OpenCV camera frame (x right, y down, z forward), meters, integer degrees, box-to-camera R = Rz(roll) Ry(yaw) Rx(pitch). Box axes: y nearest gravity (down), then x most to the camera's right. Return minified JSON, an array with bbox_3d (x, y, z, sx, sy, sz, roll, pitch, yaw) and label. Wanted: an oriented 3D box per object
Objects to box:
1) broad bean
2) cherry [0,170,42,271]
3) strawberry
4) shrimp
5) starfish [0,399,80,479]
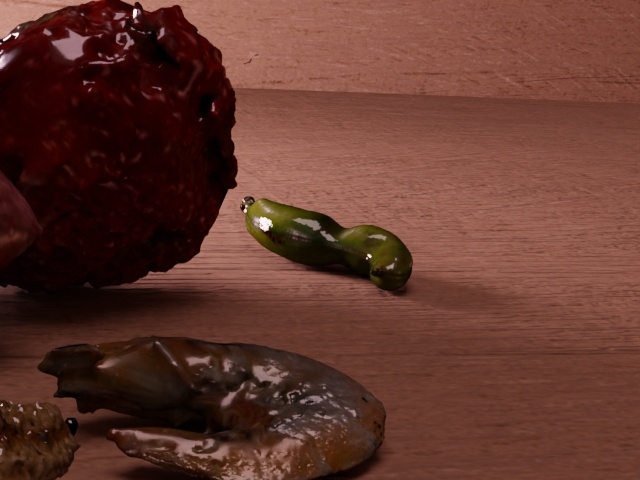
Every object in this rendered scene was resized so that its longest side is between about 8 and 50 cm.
[{"bbox_3d":[0.000,0.000,1.086,0.070,0.048,0.214,-7,19,-44],"label":"broad bean"},{"bbox_3d":[-0.296,-0.012,0.756,0.250,0.175,0.192,1,22,-18],"label":"cherry"},{"bbox_3d":[-0.179,-0.063,0.949,0.274,0.220,0.274,-32,17,11],"label":"strawberry"},{"bbox_3d":[-0.056,0.085,0.663,0.187,0.051,0.132,5,12,-7],"label":"shrimp"},{"bbox_3d":[-0.265,0.074,0.475,0.312,0.113,0.303,19,17,2],"label":"starfish"}]
